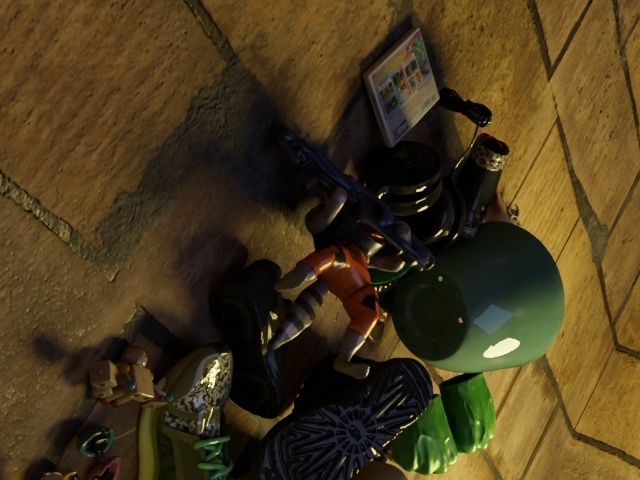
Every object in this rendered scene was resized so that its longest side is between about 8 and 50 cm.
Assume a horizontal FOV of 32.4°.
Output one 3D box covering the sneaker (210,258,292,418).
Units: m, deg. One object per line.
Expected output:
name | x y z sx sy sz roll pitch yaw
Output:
sneaker | -0.084 0.155 1.694 0.130 0.109 0.286 -48 147 -44

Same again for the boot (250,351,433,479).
boot | -0.003 0.300 1.806 0.348 0.260 0.131 -26 99 -27

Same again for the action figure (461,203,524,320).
action figure | 0.403 0.057 2.426 0.185 0.099 0.285 -2 106 -49

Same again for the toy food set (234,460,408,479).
toy food set | -0.031 0.429 1.763 0.220 0.306 0.092 -22 106 -51

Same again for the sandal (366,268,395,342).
sandal | 0.113 0.113 2.034 0.072 0.049 0.180 -24 128 -51

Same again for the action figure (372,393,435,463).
action figure | 0.143 0.357 2.149 0.164 0.141 0.275 -68 151 -26

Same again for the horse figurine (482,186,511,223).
horse figurine | 0.353 -0.009 2.235 0.174 0.066 0.263 101 -14 -59

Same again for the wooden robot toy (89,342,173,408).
wooden robot toy | -0.263 0.176 1.473 0.173 0.076 0.079 37 41 -59

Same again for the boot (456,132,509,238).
boot | 0.298 -0.118 2.068 0.236 0.085 0.178 -62 173 -67

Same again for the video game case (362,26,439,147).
video game case | 0.138 -0.258 1.846 0.157 0.019 0.143 -47 130 -33

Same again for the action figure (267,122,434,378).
action figure | 0.000 0.000 1.659 0.341 0.178 0.330 44 35 -18

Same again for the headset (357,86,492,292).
headset | 0.152 -0.094 1.927 0.394 0.185 0.243 -48 142 -6

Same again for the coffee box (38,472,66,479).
coffee box | -0.328 0.540 1.267 0.334 0.338 0.338 -24 133 -51

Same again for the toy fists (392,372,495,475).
toy fists | 0.234 0.352 2.083 0.279 0.096 0.142 -17 91 -47

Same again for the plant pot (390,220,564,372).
plant pot | 0.275 0.118 2.084 0.235 0.293 0.293 -8 115 -46

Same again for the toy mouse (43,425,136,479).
toy mouse | -0.307 0.298 1.485 0.143 0.031 0.161 -49 145 -30

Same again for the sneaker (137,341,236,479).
sneaker | -0.168 0.350 1.592 0.158 0.182 0.410 -2 110 -58
